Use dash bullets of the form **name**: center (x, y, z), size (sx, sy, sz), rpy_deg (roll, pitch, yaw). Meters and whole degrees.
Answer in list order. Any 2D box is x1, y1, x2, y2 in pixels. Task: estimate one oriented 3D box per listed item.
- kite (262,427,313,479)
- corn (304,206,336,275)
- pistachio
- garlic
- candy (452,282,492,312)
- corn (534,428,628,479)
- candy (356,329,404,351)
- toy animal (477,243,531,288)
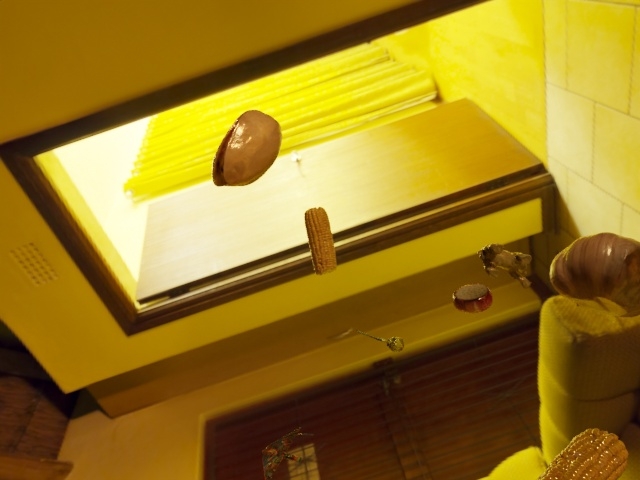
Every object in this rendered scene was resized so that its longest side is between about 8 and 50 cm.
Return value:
- **kite**: center (-0.108, 0.592, 1.321), size (0.010, 0.160, 0.183), rpy_deg (57, -133, -21)
- **corn**: center (0.000, 0.000, 1.717), size (0.093, 0.093, 0.244), rpy_deg (70, -170, -82)
- **pistachio**: center (-0.244, -0.296, 1.580), size (0.318, 0.193, 0.214), rpy_deg (-60, -37, -36)
- **garlic**: center (0.899, 0.097, 1.497), size (0.317, 0.259, 0.317), rpy_deg (26, 158, 11)
- **candy**: center (0.404, 0.153, 1.273), size (0.103, 0.103, 0.043), rpy_deg (-108, 0, -70)
- **corn**: center (0.437, 0.426, 0.839), size (0.101, 0.291, 0.101), rpy_deg (33, 132, 47)
- **candy**: center (0.140, 0.233, 1.127), size (0.035, 0.123, 0.035), rpy_deg (134, 153, -69)
- **toy animal**: center (0.564, 0.065, 1.445), size (0.101, 0.218, 0.103), rpy_deg (-122, 51, -67)
